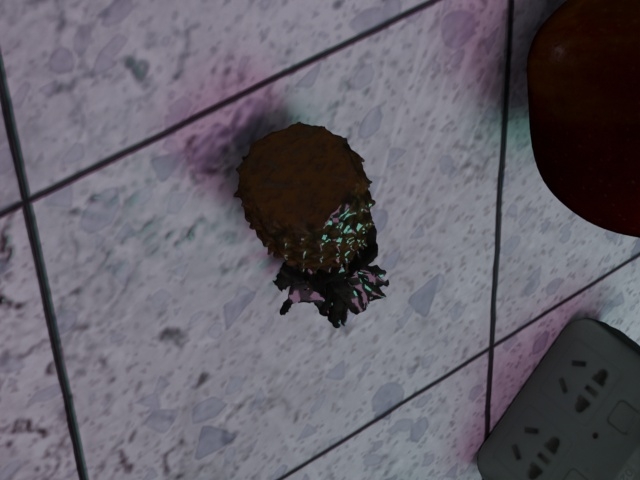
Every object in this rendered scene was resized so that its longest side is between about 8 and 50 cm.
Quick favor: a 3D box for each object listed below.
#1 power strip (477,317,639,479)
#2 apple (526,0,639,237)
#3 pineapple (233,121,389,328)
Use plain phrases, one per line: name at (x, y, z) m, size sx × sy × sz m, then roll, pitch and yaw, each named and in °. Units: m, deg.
power strip at (0.344, 0.249, 1.843) m, size 0.141 × 0.261 × 0.229 m, roll 20°, pitch 106°, yaw -51°
apple at (0.349, -0.133, 1.488) m, size 0.288 × 0.317 × 0.288 m, roll -8°, pitch 101°, yaw -49°
pineapple at (0.000, 0.000, 1.413) m, size 0.125 × 0.125 × 0.251 m, roll -43°, pitch 153°, yaw -10°
